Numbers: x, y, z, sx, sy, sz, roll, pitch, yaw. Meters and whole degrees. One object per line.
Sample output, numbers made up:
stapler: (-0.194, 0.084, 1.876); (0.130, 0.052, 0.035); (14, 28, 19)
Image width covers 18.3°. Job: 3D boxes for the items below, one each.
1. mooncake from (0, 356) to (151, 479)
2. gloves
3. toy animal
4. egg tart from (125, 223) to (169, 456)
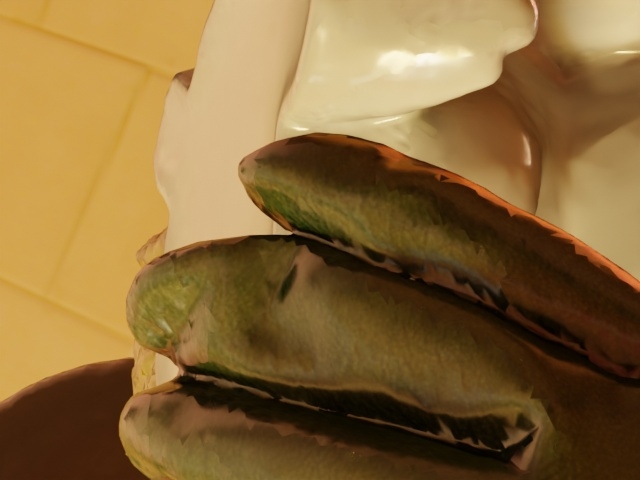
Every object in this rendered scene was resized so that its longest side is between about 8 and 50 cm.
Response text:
mooncake: (-0.098, 0.210, 1.147); (0.284, 0.284, 0.155); (-43, -39, -30)
gloves: (0.060, 0.090, 0.383); (0.107, 0.268, 0.135); (-45, -13, 34)
toy animal: (0.087, 0.003, 0.668); (0.265, 0.206, 0.271); (2, -76, -20)
egg tart: (0.000, 0.000, 1.007); (0.294, 0.123, 0.294); (-44, 1, 1)
